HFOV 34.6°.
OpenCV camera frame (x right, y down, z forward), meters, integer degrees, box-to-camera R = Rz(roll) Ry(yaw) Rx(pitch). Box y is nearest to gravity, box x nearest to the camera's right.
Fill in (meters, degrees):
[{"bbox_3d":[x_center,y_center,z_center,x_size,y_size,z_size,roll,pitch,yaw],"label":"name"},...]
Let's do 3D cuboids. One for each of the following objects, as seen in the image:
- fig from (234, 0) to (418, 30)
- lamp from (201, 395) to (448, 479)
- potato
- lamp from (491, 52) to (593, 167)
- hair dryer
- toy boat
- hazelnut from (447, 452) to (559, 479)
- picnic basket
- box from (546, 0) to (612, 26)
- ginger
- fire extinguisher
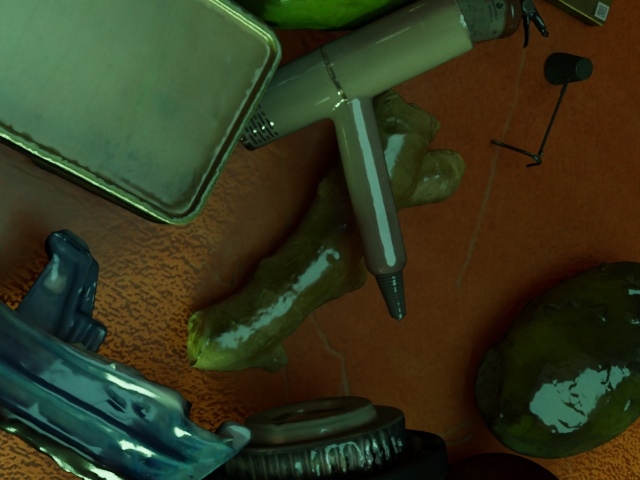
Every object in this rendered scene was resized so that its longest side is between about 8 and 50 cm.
[{"bbox_3d":[0.017,-0.236,0.775,0.234,0.167,0.167,6,95,-13],"label":"fig"},{"bbox_3d":[0.005,0.263,0.813,0.205,0.374,0.272,-8,70,-39],"label":"lamp"},{"bbox_3d":[0.252,0.113,0.979,0.251,0.113,0.149,-30,87,-24],"label":"potato"},{"bbox_3d":[0.217,-0.125,0.962,0.041,0.054,0.121,37,80,-27],"label":"lamp"},{"bbox_3d":[0.057,-0.054,0.790,0.195,0.053,0.220,-25,92,12],"label":"hair dryer"},{"bbox_3d":[-0.185,0.073,0.724,0.309,0.129,0.142,33,74,-8],"label":"toy boat"},{"bbox_3d":[0.155,0.298,0.947,0.178,0.178,0.204,9,88,-29],"label":"hazelnut"},{"bbox_3d":[-0.174,-0.134,0.707,0.267,0.139,0.165,29,84,-28],"label":"picnic basket"},{"bbox_3d":[0.228,-0.268,0.964,0.133,0.023,0.090,19,91,-29],"label":"box"},{"bbox_3d":[-0.001,0.000,0.864,0.299,0.065,0.118,-45,109,-11],"label":"ginger"},{"bbox_3d":[0.126,-0.192,0.906,0.177,0.050,0.062,-14,93,-25],"label":"fire extinguisher"}]
